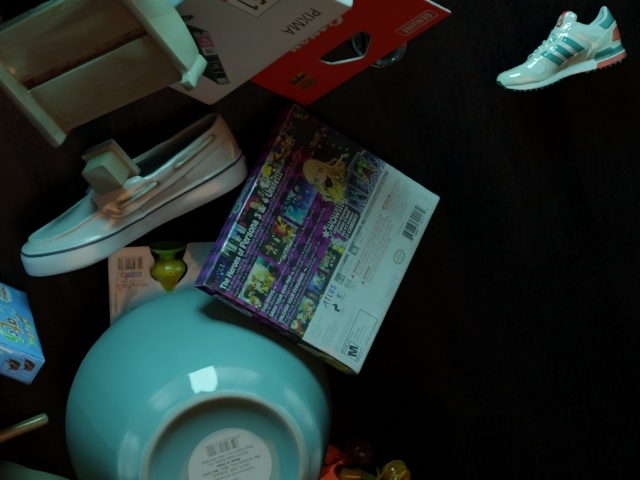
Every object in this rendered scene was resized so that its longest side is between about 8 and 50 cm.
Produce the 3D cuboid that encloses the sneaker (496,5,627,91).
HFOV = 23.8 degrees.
[{"bbox_3d":[0.272,-0.223,1.756,0.161,0.057,0.075,-18,101,-9],"label":"sneaker"}]

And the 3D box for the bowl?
[{"bbox_3d":[-0.120,0.223,1.671,0.311,0.163,0.311,-3,104,-12],"label":"bowl"}]

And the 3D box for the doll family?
[{"bbox_3d":[0.077,0.360,1.914,0.163,0.118,0.263,-38,120,0],"label":"doll family"}]

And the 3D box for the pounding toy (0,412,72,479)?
[{"bbox_3d":[-0.320,0.301,1.730,0.269,0.154,0.155,21,106,-26],"label":"pounding toy"}]

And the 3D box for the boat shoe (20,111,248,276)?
[{"bbox_3d":[-0.209,-0.053,1.641,0.267,0.096,0.088,-26,115,-8],"label":"boat shoe"}]

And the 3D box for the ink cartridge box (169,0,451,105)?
[{"bbox_3d":[-0.045,-0.207,1.544,0.239,0.275,0.060,24,61,-26],"label":"ink cartridge box"}]

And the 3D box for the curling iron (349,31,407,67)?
[{"bbox_3d":[0.081,-0.317,1.650,0.068,0.035,0.274,3,113,-20],"label":"curling iron"}]

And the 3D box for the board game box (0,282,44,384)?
[{"bbox_3d":[-0.398,0.063,1.590,0.211,0.160,0.039,25,104,-27],"label":"board game box"}]

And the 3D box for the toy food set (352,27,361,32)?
[{"bbox_3d":[-0.037,-0.292,1.591,0.218,0.071,0.128,26,65,-18],"label":"toy food set"}]

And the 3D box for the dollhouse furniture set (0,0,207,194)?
[{"bbox_3d":[-0.185,-0.258,1.472,0.303,0.174,0.355,-17,125,34],"label":"dollhouse furniture set"}]

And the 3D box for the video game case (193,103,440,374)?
[{"bbox_3d":[0.000,0.000,1.690,0.210,0.042,0.232,31,73,-19],"label":"video game case"}]

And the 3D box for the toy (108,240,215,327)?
[{"bbox_3d":[-0.175,0.112,1.750,0.137,0.056,0.237,-4,110,-13],"label":"toy"}]
